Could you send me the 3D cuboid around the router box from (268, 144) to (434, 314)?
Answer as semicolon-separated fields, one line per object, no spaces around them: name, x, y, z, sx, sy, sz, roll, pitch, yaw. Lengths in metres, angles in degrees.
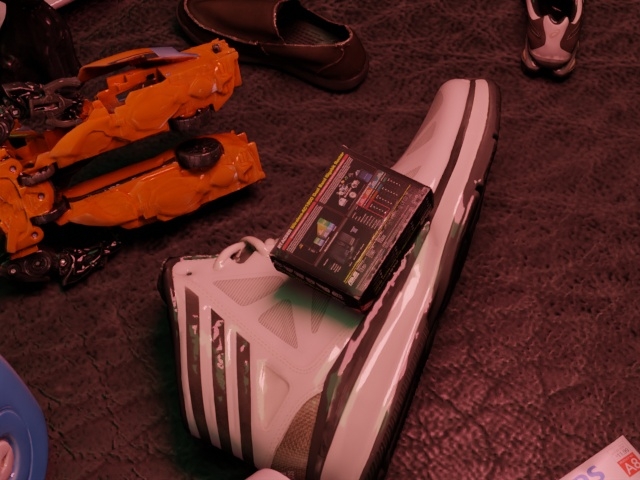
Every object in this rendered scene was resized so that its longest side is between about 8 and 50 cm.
router box;0.027;-0.009;1.208;0.092;0.038;0.122;28;72;20

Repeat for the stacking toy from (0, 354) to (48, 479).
stacking toy;-0.402;0.180;1.207;0.301;0.166;0.175;1;57;17

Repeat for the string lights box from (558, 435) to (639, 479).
string lights box;0.278;0.305;1.161;0.133;0.077;0.260;-31;63;-18

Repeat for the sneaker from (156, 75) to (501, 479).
sneaker;0.000;0.000;1.298;0.257;0.169;0.447;19;61;9

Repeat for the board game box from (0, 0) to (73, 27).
board game box;-0.443;-0.343;1.583;0.390;0.050;0.390;-30;63;-18

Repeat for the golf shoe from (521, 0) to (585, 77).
golf shoe;0.255;-0.272;1.524;0.077;0.094;0.198;2;56;1

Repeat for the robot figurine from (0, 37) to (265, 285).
robot figurine;-0.205;-0.078;1.345;0.291;0.211;0.085;-20;31;-16

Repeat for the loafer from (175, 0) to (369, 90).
loafer;-0.050;-0.232;1.500;0.220;0.078;0.080;18;59;10

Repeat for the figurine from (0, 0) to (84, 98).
figurine;-0.320;-0.171;1.379;0.092;0.209;0.215;18;59;11

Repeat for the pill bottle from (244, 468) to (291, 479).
pill bottle;-0.138;0.342;1.052;0.363;0.210;0.210;-34;64;-21
